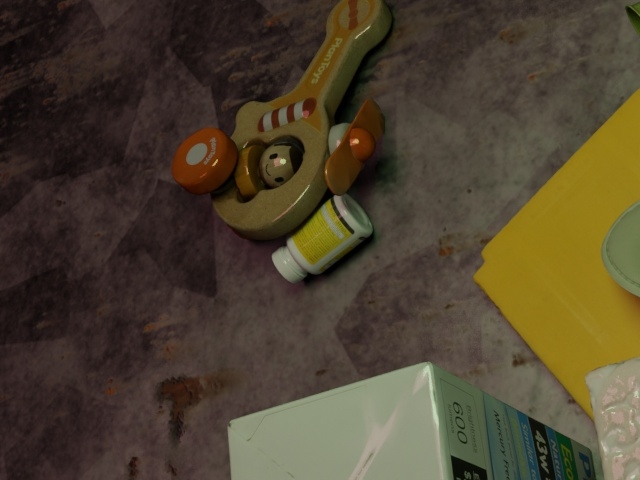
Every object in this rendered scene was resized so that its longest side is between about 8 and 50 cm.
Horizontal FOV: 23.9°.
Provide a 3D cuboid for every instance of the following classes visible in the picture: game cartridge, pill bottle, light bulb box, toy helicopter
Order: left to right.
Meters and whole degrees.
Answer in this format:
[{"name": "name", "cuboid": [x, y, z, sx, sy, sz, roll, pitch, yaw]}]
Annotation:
[{"name": "toy helicopter", "cuboid": [-0.003, -0.157, 1.835, 0.235, 0.140, 0.355, 12, 67, 44]}, {"name": "pill bottle", "cuboid": [0.000, 0.000, 1.807, 0.116, 0.065, 0.065, -38, 54, 17]}, {"name": "light bulb box", "cuboid": [0.111, 0.345, 1.403, 0.225, 0.361, 0.358, -19, 62, 27]}, {"name": "game cartridge", "cuboid": [0.340, 0.038, 1.565, 0.285, 0.053, 0.323, -47, 50, 12]}]

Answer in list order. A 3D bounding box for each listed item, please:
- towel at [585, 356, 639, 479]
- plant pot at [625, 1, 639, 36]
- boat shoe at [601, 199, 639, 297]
[{"name": "towel", "cuboid": [0.423, 0.239, 1.382, 0.332, 0.053, 0.317, -14, 72, 25]}, {"name": "plant pot", "cuboid": [0.385, -0.241, 1.626, 0.079, 0.083, 0.083, -34, 55, 5]}, {"name": "boat shoe", "cuboid": [0.398, 0.033, 1.413, 0.127, 0.113, 0.340, -59, 26, -12]}]
